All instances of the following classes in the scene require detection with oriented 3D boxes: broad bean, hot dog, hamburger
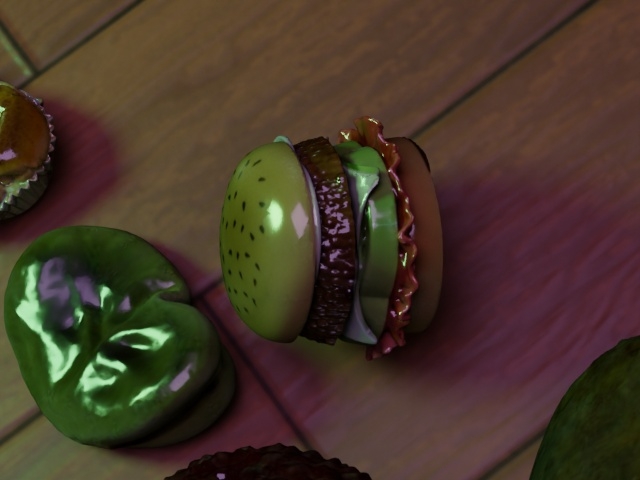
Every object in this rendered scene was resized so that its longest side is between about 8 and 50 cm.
[{"bbox_3d":[-0.154,0.075,1.119,0.207,0.072,0.153,30,77,34],"label":"broad bean"},{"bbox_3d":[-0.323,-0.096,1.216,0.253,0.069,0.131,29,80,23],"label":"hot dog"},{"bbox_3d":[-0.001,-0.002,1.040,0.137,0.175,0.175,-2,67,-16],"label":"hamburger"}]

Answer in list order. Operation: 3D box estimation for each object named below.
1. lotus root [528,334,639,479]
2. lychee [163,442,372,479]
[{"bbox_3d":[0.192,0.211,0.925,0.142,0.210,0.314,10,59,5],"label":"lotus root"},{"bbox_3d":[-0.034,0.258,0.925,0.261,0.260,0.260,-5,69,12],"label":"lychee"}]
